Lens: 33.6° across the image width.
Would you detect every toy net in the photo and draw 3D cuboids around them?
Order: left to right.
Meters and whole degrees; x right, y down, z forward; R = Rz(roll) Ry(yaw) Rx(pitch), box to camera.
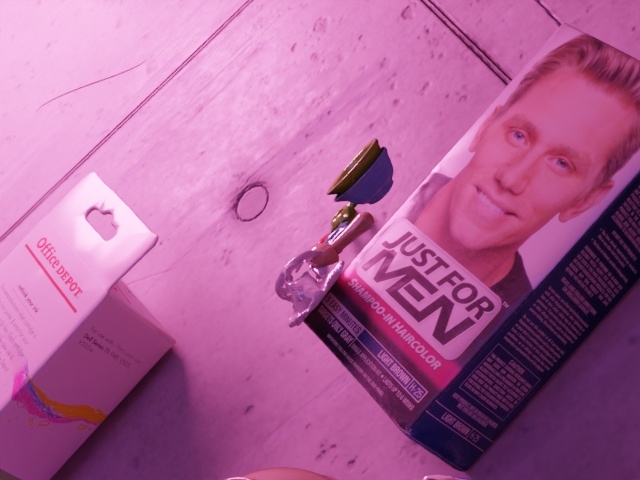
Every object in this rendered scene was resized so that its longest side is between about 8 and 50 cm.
[{"bbox_3d":[0.000,0.000,0.978,0.122,0.045,0.232,-40,11,41],"label":"toy net"}]

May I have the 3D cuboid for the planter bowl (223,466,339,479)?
[{"bbox_3d":[-0.048,0.260,0.886,0.162,0.109,0.162,-21,51,28],"label":"planter bowl"}]

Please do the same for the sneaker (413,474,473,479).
[{"bbox_3d":[0.057,0.303,0.771,0.330,0.147,0.130,-55,53,23],"label":"sneaker"}]

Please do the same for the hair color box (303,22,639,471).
[{"bbox_3d":[0.163,0.001,0.890,0.347,0.105,0.174,-48,44,2],"label":"hair color box"}]

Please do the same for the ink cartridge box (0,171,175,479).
[{"bbox_3d":[-0.302,0.115,1.167,0.353,0.119,0.207,-47,42,-3],"label":"ink cartridge box"}]
